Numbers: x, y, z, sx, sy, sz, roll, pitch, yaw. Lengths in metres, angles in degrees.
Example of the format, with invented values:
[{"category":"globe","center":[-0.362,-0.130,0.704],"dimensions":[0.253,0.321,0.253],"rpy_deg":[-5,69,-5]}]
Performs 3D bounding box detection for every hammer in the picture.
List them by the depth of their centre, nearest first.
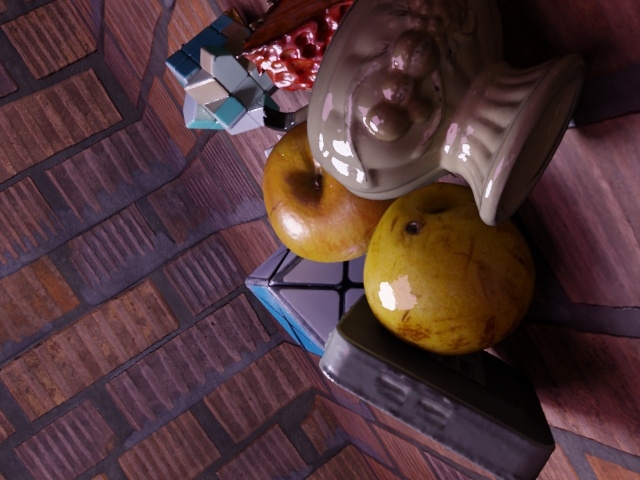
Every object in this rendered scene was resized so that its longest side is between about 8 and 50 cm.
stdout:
[{"category":"hammer","center":[0.030,-0.274,1.186],"dimensions":[0.440,0.169,0.044],"rpy_deg":[-14,77,62]}]

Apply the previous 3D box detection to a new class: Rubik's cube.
[{"category":"Rubik's cube","center":[-0.206,-0.350,1.407],"dimensions":[0.213,0.265,0.224],"rpy_deg":[45,174,41]},{"category":"Rubik's cube","center":[0.010,0.104,1.484],"dimensions":[0.259,0.255,0.260],"rpy_deg":[47,163,-8]}]

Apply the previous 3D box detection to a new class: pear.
[{"category":"pear","center":[0.203,0.048,1.030],"dimensions":[0.280,0.281,0.280],"rpy_deg":[48,161,23]}]

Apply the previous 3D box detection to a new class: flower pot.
[{"category":"flower pot","center":[0.159,-0.165,0.770],"dimensions":[0.244,0.307,0.307],"rpy_deg":[30,153,22]}]

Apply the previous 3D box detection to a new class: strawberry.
[{"category":"strawberry","center":[0.034,-0.329,0.961],"dimensions":[0.150,0.280,0.253],"rpy_deg":[54,-158,-31]}]

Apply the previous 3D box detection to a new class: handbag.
[{"category":"handbag","center":[-0.208,-0.508,1.507],"dimensions":[0.061,0.027,0.083],"rpy_deg":[57,164,-4]}]

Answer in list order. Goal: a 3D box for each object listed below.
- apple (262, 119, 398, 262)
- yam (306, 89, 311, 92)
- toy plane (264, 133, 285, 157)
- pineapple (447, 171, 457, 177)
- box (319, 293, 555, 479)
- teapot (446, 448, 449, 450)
[{"category":"apple","center":[0.020,-0.098,1.216],"dimensions":[0.286,0.286,0.233],"rpy_deg":[49,-173,21]},{"category":"yam","center":[0.007,-0.333,1.183],"dimensions":[0.078,0.078,0.179],"rpy_deg":[57,166,-4]},{"category":"toy plane","center":[-0.048,-0.154,1.573],"dimensions":[0.252,0.118,0.252],"rpy_deg":[49,164,19]},{"category":"pineapple","center":[0.134,-0.155,1.062],"dimensions":[0.176,0.137,0.161],"rpy_deg":[51,161,18]},{"category":"box","center":[0.210,0.243,1.163],"dimensions":[0.397,0.111,0.396],"rpy_deg":[28,-170,7]},{"category":"teapot","center":[0.293,0.371,1.519],"dimensions":[0.225,0.170,0.203],"rpy_deg":[36,-164,28]}]
